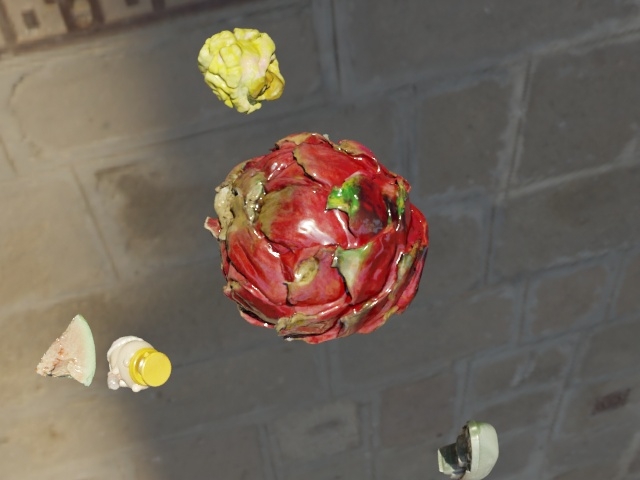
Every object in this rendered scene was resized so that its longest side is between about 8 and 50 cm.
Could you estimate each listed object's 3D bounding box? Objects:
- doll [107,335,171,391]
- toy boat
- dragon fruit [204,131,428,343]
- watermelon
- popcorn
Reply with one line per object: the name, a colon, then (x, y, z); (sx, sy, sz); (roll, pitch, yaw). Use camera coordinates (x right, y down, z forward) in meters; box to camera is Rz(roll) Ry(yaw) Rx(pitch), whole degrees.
doll: (-0.267, 0.178, 1.396); (0.084, 0.127, 0.073); (-41, 116, -31)
toy boat: (0.231, 0.333, 1.575); (0.085, 0.078, 0.260); (-3, 157, 2)
dragon fruit: (0.002, 0.000, 1.489); (0.329, 0.329, 0.329); (-12, 141, -10)
watermelon: (-0.455, 0.209, 1.848); (0.155, 0.101, 0.080); (-62, 155, 8)
popcorn: (-0.130, -0.276, 1.633); (0.126, 0.125, 0.145); (-10, 130, 21)
